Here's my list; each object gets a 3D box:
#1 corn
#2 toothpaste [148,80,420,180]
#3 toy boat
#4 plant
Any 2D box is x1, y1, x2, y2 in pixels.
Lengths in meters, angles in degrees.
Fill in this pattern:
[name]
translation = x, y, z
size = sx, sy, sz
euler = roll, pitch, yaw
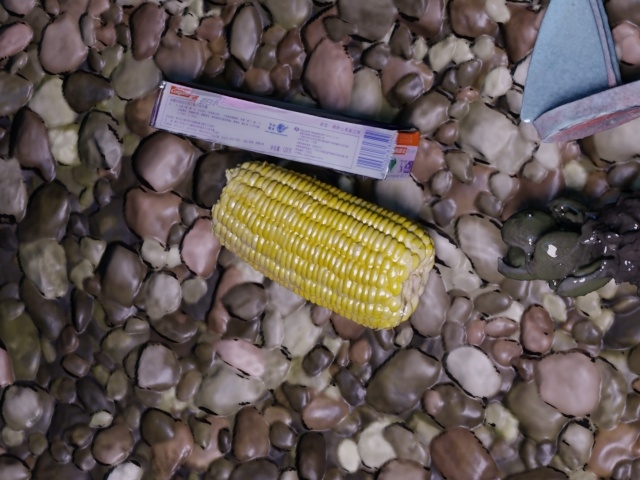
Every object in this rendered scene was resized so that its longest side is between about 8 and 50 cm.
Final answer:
[corn]
translation = 0.000, 0.000, 1.159
size = 0.165, 0.063, 0.085
euler = 28, 124, 23
[toothpaste]
translation = -0.028, -0.080, 1.182
size = 0.196, 0.047, 0.040
euler = 14, 98, 24
[toy boat]
translation = 0.172, -0.132, 1.107
size = 0.096, 0.034, 0.122
euler = -18, 73, 23
[plant]
translation = 0.192, 0.003, 1.068
size = 0.174, 0.087, 0.085
euler = -4, 112, 29
